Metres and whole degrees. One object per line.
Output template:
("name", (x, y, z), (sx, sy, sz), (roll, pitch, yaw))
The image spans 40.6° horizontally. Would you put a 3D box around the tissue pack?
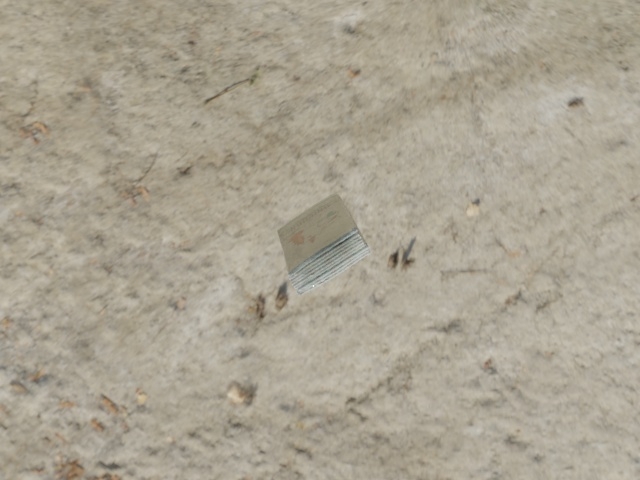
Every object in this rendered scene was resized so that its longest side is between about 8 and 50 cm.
("tissue pack", (0.000, 0.000, 0.594), (0.056, 0.108, 0.023), (-33, 106, 5))
